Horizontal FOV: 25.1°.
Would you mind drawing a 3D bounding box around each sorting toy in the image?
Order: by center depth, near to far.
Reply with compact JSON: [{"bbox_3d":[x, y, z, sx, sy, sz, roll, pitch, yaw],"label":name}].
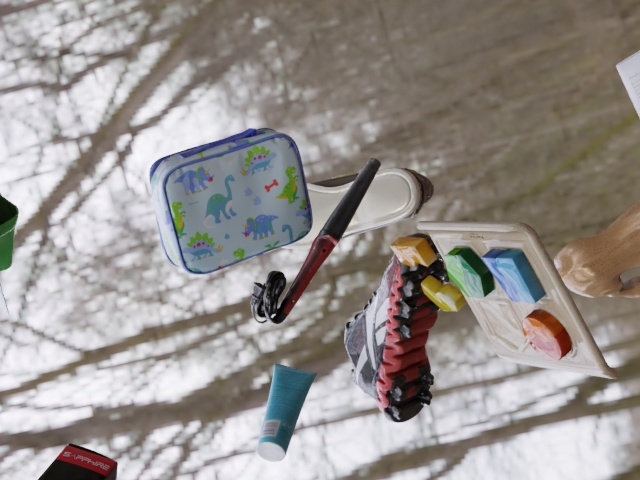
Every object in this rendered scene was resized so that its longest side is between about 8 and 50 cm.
[{"bbox_3d":[0.197,0.069,1.703,0.229,0.041,0.307,55,158,-17],"label":"sorting toy"}]

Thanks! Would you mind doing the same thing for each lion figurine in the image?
[{"bbox_3d":[0.431,-0.010,1.946,0.142,0.392,0.240,50,-162,19],"label":"lion figurine"}]

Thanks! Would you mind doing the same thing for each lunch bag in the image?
[{"bbox_3d":[-0.126,-0.061,2.040,0.090,0.219,0.176,24,131,62],"label":"lunch bag"}]

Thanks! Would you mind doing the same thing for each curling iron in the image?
[{"bbox_3d":[0.000,0.000,1.914,0.274,0.035,0.068,-51,-41,-13],"label":"curling iron"}]

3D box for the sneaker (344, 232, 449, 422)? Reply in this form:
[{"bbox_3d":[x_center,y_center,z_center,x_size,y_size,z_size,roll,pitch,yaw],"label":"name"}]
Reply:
[{"bbox_3d":[0.096,0.107,1.960,0.098,0.135,0.276,-16,-57,-39],"label":"sneaker"}]

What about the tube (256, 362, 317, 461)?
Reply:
[{"bbox_3d":[-0.066,0.300,2.572,0.207,0.080,0.052,-72,-3,-46],"label":"tube"}]

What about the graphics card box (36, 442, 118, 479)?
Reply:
[{"bbox_3d":[-0.396,0.475,1.945,0.371,0.094,0.232,-51,-26,-56],"label":"graphics card box"}]

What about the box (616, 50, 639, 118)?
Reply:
[{"bbox_3d":[0.437,-0.140,1.684,0.130,0.091,0.170,23,-137,-52],"label":"box"}]

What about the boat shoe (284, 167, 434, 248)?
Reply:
[{"bbox_3d":[0.035,-0.057,2.438,0.097,0.324,0.116,-9,-94,-62],"label":"boat shoe"}]

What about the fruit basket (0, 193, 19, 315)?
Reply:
[{"bbox_3d":[-0.524,-0.106,1.911,0.165,0.327,0.353,-31,-41,-33],"label":"fruit basket"}]
